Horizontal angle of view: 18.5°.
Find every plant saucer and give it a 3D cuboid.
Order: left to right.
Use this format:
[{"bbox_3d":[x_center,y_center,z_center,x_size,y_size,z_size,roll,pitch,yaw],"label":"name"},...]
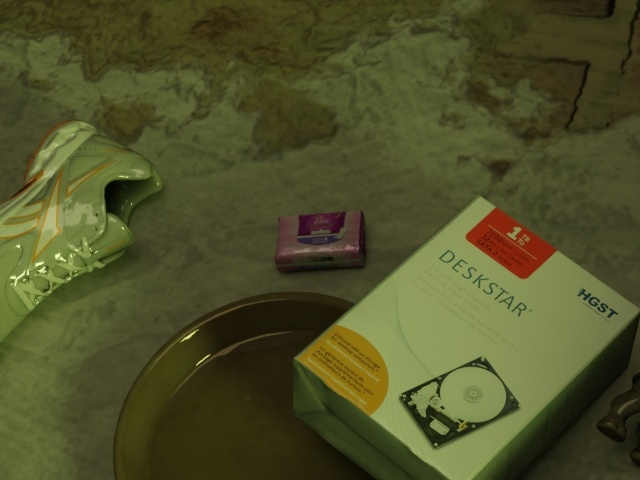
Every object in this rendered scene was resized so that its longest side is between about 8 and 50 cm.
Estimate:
[{"bbox_3d":[-0.041,0.168,1.681,0.278,0.041,0.278,-8,54,11],"label":"plant saucer"}]

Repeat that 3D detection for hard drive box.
[{"bbox_3d":[0.119,0.100,1.615,0.181,0.089,0.232,36,60,24],"label":"hard drive box"}]

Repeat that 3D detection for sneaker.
[{"bbox_3d":[-0.245,0.004,1.825,0.121,0.099,0.262,20,64,22],"label":"sneaker"}]

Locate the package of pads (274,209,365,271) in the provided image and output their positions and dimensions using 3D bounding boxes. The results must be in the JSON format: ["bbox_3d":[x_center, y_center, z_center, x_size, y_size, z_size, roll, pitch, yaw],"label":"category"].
[{"bbox_3d":[0.000,0.000,1.794,0.083,0.032,0.050,-5,56,13],"label":"package of pads"}]

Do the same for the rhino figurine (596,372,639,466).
[{"bbox_3d":[0.351,0.158,1.556,0.243,0.073,0.106,22,67,26],"label":"rhino figurine"}]
